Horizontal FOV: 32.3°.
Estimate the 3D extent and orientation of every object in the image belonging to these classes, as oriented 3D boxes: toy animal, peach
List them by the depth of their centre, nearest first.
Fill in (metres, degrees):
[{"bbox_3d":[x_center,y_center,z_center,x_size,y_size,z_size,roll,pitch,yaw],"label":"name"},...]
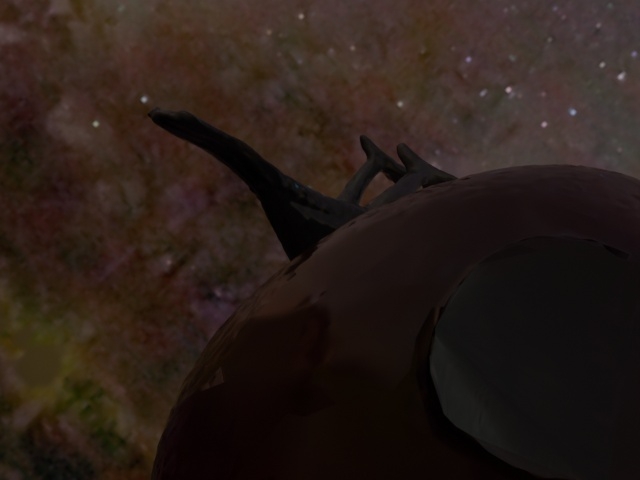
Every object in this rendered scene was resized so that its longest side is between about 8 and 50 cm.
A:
[{"bbox_3d":[0.098,0.129,0.597,0.310,0.405,0.335,85,-16,-64],"label":"peach"},{"bbox_3d":[0.029,-0.008,0.919,0.081,0.206,0.367,-4,-56,50],"label":"toy animal"}]
